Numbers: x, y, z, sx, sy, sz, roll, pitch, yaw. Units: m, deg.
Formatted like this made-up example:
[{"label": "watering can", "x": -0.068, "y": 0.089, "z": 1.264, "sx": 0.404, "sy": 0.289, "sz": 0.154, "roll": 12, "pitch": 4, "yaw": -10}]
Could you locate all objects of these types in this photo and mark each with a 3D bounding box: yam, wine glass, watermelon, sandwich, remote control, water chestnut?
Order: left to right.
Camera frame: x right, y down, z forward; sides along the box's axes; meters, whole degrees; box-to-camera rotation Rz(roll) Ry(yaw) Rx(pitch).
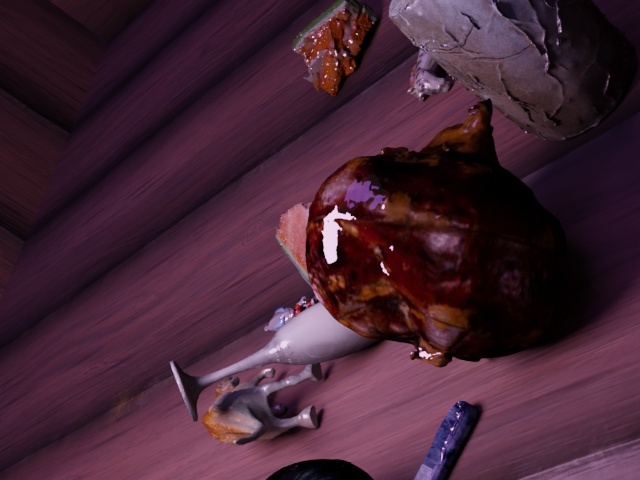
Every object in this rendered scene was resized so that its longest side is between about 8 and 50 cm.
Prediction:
[{"label": "wine glass", "x": -0.078, "y": 0.159, "z": 1.765, "sx": 0.309, "sy": 0.096, "sz": 0.264, "roll": -23, "pitch": 8, "yaw": -7}, {"label": "watermelon", "x": 0.017, "y": 0.015, "z": 1.901, "sx": 0.231, "sy": 0.128, "sz": 0.146, "roll": 148, "pitch": 120, "yaw": -64}, {"label": "sandwich", "x": 0.032, "y": -0.411, "z": 2.340, "sx": 0.185, "sy": 0.109, "sz": 0.160, "roll": -45, "pitch": 26, "yaw": 21}, {"label": "remote control", "x": 0.152, "y": 0.274, "z": 1.434, "sx": 0.043, "sy": 0.027, "sz": 0.152, "roll": 14, "pitch": 74, "yaw": 58}, {"label": "water chestnut", "x": 0.153, "y": -0.022, "z": 1.430, "sx": 0.335, "sy": 0.335, "sz": 0.347, "roll": 19, "pitch": 93, "yaw": 63}, {"label": "yam", "x": 0.265, "y": -0.313, "z": 1.586, "sx": 0.241, "sy": 0.348, "sz": 0.241, "roll": -42, "pitch": 22, "yaw": 22}]

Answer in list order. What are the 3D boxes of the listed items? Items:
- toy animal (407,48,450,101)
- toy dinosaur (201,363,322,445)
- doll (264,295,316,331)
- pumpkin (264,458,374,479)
[{"label": "toy animal", "x": 0.224, "y": -0.381, "z": 2.012, "sx": 0.170, "sy": 0.090, "sz": 0.255, "roll": -34, "pitch": 30, "yaw": 43}, {"label": "toy dinosaur", "x": -0.094, "y": 0.265, "z": 1.722, "sx": 0.205, "sy": 0.092, "sz": 0.393, "roll": -15, "pitch": 13, "yaw": 8}, {"label": "doll", "x": -0.055, "y": 0.134, "z": 1.930, "sx": 0.114, "sy": 0.039, "sz": 0.057, "roll": -25, "pitch": 72, "yaw": 29}, {"label": "pumpkin", "x": -0.007, "y": 0.386, "z": 1.417, "sx": 0.233, "sy": 0.163, "sz": 0.233, "roll": -38, "pitch": 33, "yaw": 31}]
